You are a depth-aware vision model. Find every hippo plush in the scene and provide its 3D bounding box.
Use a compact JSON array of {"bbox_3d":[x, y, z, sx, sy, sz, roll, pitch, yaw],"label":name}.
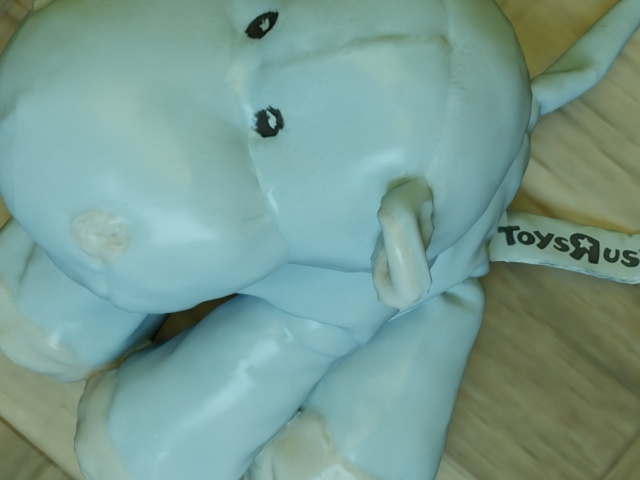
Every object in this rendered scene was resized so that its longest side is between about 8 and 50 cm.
[{"bbox_3d":[0.000,0.000,0.585,0.294,0.236,0.234,-2,84,0],"label":"hippo plush"}]
